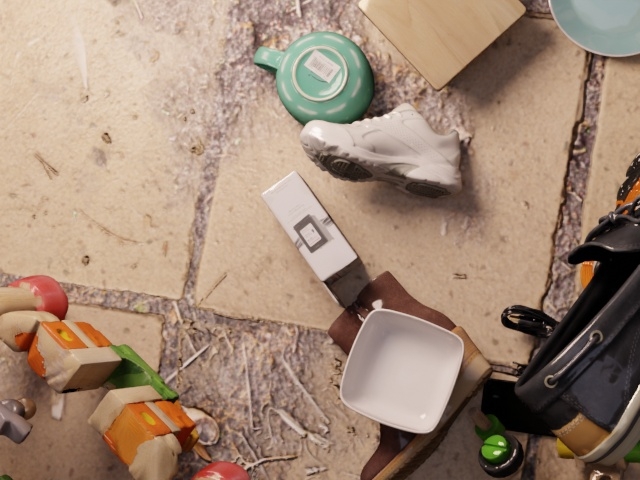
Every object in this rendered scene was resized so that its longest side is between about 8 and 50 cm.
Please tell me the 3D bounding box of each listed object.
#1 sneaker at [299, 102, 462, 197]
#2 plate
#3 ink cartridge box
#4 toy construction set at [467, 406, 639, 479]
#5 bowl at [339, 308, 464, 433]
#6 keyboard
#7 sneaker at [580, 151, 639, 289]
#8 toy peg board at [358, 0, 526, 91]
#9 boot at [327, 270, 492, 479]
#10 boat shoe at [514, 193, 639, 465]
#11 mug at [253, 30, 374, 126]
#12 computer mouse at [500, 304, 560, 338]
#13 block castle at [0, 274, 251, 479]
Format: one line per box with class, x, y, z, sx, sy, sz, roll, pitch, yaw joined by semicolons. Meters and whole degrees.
sneaker;0.083;-0.133;1.927;0.232;0.090;0.115;15;71;-20
plate;0.400;-0.338;1.947;0.188;0.024;0.188;-1;85;8
ink cartridge box;0.000;0.000;1.928;0.060;0.104;0.180;-36;83;2
toy construction set;0.387;0.308;1.825;0.309;0.237;0.257;-27;40;17
bowl;0.107;0.170;1.852;0.142;0.053;0.142;19;82;16
keyboard;0.311;0.210;1.918;0.192;0.038;0.100;7;110;6
sneaker;0.448;-0.025;1.894;0.121;0.099;0.262;30;87;-12
toy peg board;0.163;-0.305;1.947;0.160;0.079;0.161;-42;83;-1
boot;0.085;0.191;1.929;0.207;0.090;0.248;40;92;20
boat shoe;0.389;0.022;1.726;0.156;0.187;0.500;31;76;-2
mug;-0.008;-0.214;1.948;0.157;0.097;0.129;-11;85;6
computer mouse;0.356;0.123;1.892;0.242;0.071;0.041;6;53;8
block castle;-0.330;0.281;1.893;0.453;0.213;0.303;43;103;16
